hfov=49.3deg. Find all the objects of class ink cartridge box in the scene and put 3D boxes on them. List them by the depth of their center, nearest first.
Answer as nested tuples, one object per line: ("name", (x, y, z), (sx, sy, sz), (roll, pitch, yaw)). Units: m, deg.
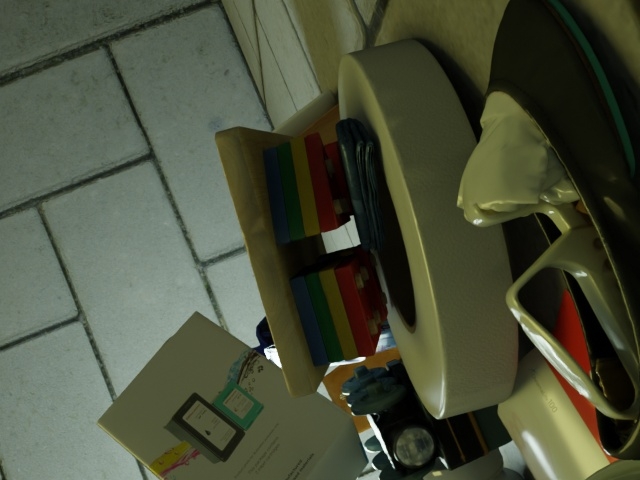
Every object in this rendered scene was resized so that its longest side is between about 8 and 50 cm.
("ink cartridge box", (0.224, 0.179, 0.601), (0.232, 0.066, 0.189), (66, 179, -54))
("ink cartridge box", (-0.108, 0.269, 0.928), (0.270, 0.197, 0.198), (29, 157, 27))

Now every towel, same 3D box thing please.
("towel", (0.040, -0.053, 0.662), (0.067, 0.029, 0.119), (-101, -2, -57))

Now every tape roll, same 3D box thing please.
("tape roll", (0.099, -0.010, 0.733), (0.392, 0.072, 0.392), (165, 90, -88))

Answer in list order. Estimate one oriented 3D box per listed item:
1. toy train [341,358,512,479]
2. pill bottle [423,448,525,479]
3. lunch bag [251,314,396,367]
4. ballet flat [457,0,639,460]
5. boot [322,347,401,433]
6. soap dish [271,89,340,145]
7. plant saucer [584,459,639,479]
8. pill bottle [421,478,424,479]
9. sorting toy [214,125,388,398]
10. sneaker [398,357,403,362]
("toy train", (0.141, 0.231, 0.971), (0.334, 0.190, 0.142), (129, 119, -86))
("pill bottle", (0.237, 0.413, 0.967), (0.152, 0.152, 0.272), (180, 68, -85))
("lunch bag", (0.031, 0.112, 1.032), (0.221, 0.293, 0.138), (79, 168, -70))
("ballet flat", (0.140, -0.008, 0.391), (0.095, 0.096, 0.280), (85, 163, -78))
("boot", (0.096, 0.235, 1.416), (0.104, 0.211, 0.295), (-156, 44, -83))
("soap dish", (-0.042, -0.145, 1.233), (0.118, 0.229, 0.291), (51, 177, -7))
("plant saucer", (0.176, 0.308, 0.336), (0.400, 0.101, 0.400), (-175, 90, -74))
("pill bottle", (0.165, 0.504, 1.196), (0.176, 0.319, 0.176), (158, 90, -85))
("sorting toy", (0.000, 0.000, 0.749), (0.257, 0.089, 0.255), (-34, -72, -78))
("sneaker", (0.208, 0.313, 1.286), (0.227, 0.087, 0.130), (-115, 2, -69))
